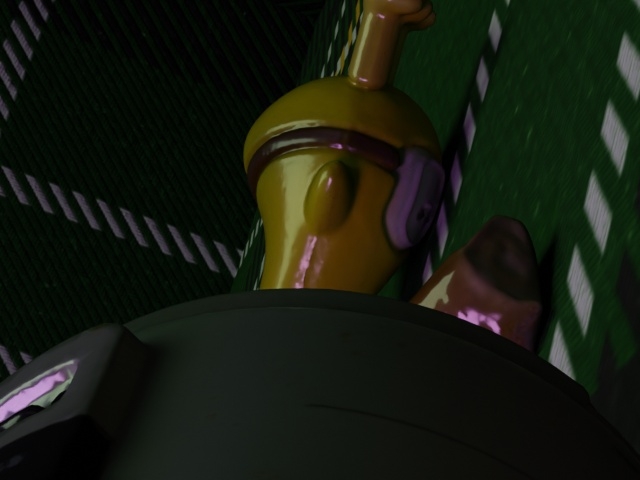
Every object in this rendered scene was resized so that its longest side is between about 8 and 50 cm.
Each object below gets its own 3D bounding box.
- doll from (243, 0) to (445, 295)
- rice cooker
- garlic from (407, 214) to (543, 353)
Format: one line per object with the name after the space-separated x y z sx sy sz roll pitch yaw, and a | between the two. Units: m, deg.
0.000 0.000 1.374 0.199 0.145 0.363 19 -93 -81 | doll
-0.012 0.149 0.476 0.280 0.241 0.227 -28 19 20 | rice cooker
0.027 0.110 1.028 0.318 0.112 0.143 -50 15 42 | garlic
